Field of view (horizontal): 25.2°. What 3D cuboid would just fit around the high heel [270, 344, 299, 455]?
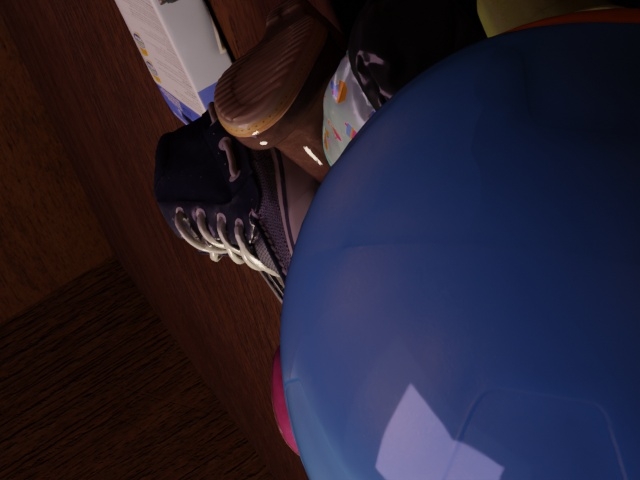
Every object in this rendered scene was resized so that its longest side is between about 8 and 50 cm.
[{"bbox_3d":[0.066,0.280,1.948,0.377,0.127,0.181,60,139,11],"label":"high heel"}]

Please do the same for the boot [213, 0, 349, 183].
[{"bbox_3d":[0.018,-0.070,1.090,0.207,0.090,0.248,56,-160,-17],"label":"boot"}]

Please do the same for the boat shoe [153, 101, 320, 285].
[{"bbox_3d":[-0.050,-0.010,1.234,0.127,0.158,0.340,48,-162,-36],"label":"boat shoe"}]

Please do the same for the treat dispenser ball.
[{"bbox_3d":[0.127,0.045,0.617,0.288,0.288,0.288,54,167,18],"label":"treat dispenser ball"}]

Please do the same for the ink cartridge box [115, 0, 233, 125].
[{"bbox_3d":[-0.174,-0.253,1.585,0.186,0.065,0.311,38,155,57],"label":"ink cartridge box"}]

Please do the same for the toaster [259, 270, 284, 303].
[{"bbox_3d":[0.000,0.000,1.411,0.185,0.110,0.168,55,166,15],"label":"toaster"}]

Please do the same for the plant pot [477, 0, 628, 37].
[{"bbox_3d":[0.121,-0.112,0.769,0.083,0.083,0.079,72,173,-48],"label":"plant pot"}]

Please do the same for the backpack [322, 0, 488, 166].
[{"bbox_3d":[0.068,-0.082,0.943,0.152,0.115,0.182,53,170,9],"label":"backpack"}]
